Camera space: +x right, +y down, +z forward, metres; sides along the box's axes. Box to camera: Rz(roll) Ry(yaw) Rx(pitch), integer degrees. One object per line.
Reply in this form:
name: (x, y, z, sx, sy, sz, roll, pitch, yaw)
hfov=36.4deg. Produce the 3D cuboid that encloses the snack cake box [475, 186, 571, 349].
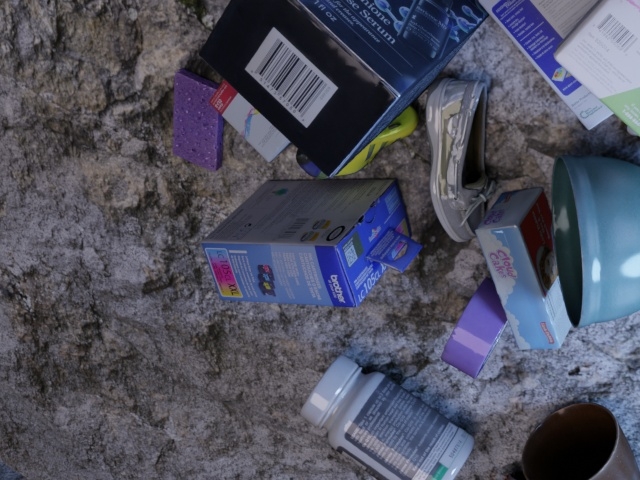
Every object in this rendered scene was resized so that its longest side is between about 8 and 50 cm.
snack cake box: (0.391, 0.054, 1.812, 0.089, 0.152, 0.264, -7, 115, 37)

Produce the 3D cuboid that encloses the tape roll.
tape roll: (0.316, 0.172, 1.918, 0.080, 0.189, 0.189, 29, 132, 15)

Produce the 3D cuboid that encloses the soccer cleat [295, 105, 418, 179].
soccer cleat: (0.082, -0.193, 1.913, 0.289, 0.093, 0.121, -18, 139, 36)

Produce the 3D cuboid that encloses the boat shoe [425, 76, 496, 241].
boat shoe: (0.267, -0.142, 1.789, 0.103, 0.118, 0.321, 8, 117, 35)

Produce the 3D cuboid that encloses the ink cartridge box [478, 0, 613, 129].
ink cartridge box: (0.399, -0.355, 1.587, 0.333, 0.065, 0.165, 48, 133, -5)

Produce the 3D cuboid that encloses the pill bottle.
pill bottle: (0.147, 0.426, 2.195, 0.361, 0.204, 0.204, 34, 133, 9)

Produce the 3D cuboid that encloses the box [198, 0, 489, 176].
box: (0.052, -0.342, 1.598, 0.293, 0.395, 0.212, 43, 133, 1)

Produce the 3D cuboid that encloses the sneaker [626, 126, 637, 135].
sneaker: (0.602, -0.141, 1.594, 0.232, 0.090, 0.115, 48, 141, 9)

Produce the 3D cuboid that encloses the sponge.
sponge: (-0.265, -0.260, 2.120, 0.117, 0.031, 0.210, 24, 130, 19)

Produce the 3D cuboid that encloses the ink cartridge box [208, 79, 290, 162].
ink cartridge box: (-0.101, -0.273, 1.933, 0.176, 0.128, 0.127, 45, 134, 0)

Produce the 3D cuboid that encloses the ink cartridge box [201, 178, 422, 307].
ink cartridge box: (0.000, 0.000, 1.955, 0.395, 0.270, 0.151, 0, 121, 34)

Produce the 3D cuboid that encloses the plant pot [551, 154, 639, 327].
plant pot: (0.509, -0.006, 1.632, 0.196, 0.293, 0.293, -5, 121, 6)

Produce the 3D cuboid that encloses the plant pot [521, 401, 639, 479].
plant pot: (0.561, 0.485, 1.978, 0.215, 0.215, 0.230, -19, 122, 41)

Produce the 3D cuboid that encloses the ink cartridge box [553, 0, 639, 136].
ink cartridge box: (0.539, -0.342, 1.426, 0.207, 0.119, 0.353, 43, 116, 0)

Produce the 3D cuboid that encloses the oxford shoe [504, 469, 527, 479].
oxford shoe: (0.437, 0.567, 2.192, 0.271, 0.097, 0.098, -28, 82, 38)
